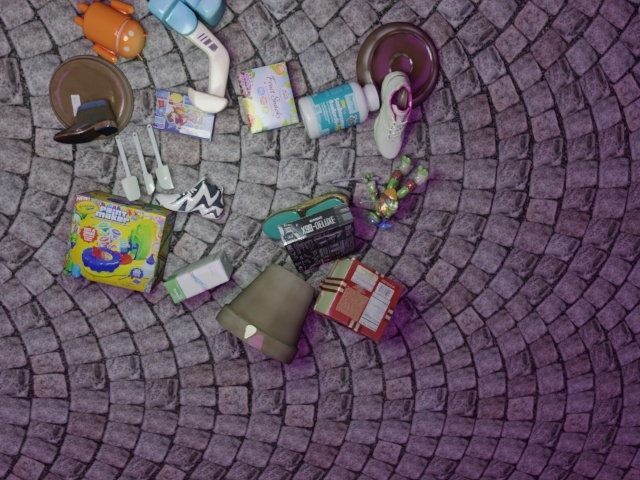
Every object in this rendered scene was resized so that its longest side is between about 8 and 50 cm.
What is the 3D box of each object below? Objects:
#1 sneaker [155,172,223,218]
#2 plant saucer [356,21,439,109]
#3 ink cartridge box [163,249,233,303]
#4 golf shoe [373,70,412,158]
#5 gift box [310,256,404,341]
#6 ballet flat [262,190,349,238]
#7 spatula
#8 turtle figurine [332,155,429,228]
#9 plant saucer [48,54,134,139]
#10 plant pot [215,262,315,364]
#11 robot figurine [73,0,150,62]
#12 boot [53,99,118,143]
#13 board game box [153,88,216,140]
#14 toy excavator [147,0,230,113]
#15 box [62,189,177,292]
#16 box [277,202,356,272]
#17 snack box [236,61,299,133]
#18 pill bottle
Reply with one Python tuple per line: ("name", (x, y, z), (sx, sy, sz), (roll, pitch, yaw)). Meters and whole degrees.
("sneaker", (-0.457, -0.175, 1.490), (0.234, 0.094, 0.153), (14, 98, -7))
("plant saucer", (0.283, -0.619, 1.489), (0.310, 0.050, 0.311), (-1, 103, -6))
("ink cartridge box", (-0.438, 0.128, 1.525), (0.212, 0.154, 0.093), (-25, 104, 0))
("golf shoe", (0.255, -0.421, 1.456), (0.115, 0.140, 0.306), (-3, 122, -4))
("gift box", (0.144, 0.204, 1.556), (0.255, 0.258, 0.276), (34, 77, -10))
("ballet flat", (-0.049, -0.093, 1.527), (0.348, 0.123, 0.123), (-19, 105, 23))
("spatula", (-0.627, -0.273, 1.455), (0.168, 0.019, 0.242), (-17, 89, 2))
("turtle figurine", (0.240, -0.194, 1.503), (0.266, 0.198, 0.274), (-45, 106, 1))
("plant saucer", (-0.782, -0.485, 1.416), (0.277, 0.041, 0.278), (-1, 103, -5))
("plant pot", (-0.170, 0.248, 1.527), (0.323, 0.323, 0.280), (35, 80, -12))
("robot figurine", (-0.664, -0.676, 1.339), (0.219, 0.128, 0.158), (26, 67, -11))
("boot", (-0.786, -0.394, 1.391), (0.219, 0.082, 0.106), (-13, 82, 2))
("board game box", (-0.472, -0.436, 1.459), (0.201, 0.035, 0.136), (11, 101, -8))
("toy excavator", (-0.393, -0.695, 1.321), (0.445, 0.222, 0.433), (37, 97, -14))
("box", (-0.693, -0.001, 1.462), (0.289, 0.177, 0.279), (14, 100, -9))
("box", (0.000, 0.000, 1.472), (0.242, 0.307, 0.077), (-20, 68, -1))
("snack box", (-0.182, -0.495, 1.457), (0.174, 0.070, 0.207), (-13, 104, -2))
("pill bottle", (0.066, -0.461, 1.450), (0.264, 0.146, 0.146), (-19, 104, -1))
